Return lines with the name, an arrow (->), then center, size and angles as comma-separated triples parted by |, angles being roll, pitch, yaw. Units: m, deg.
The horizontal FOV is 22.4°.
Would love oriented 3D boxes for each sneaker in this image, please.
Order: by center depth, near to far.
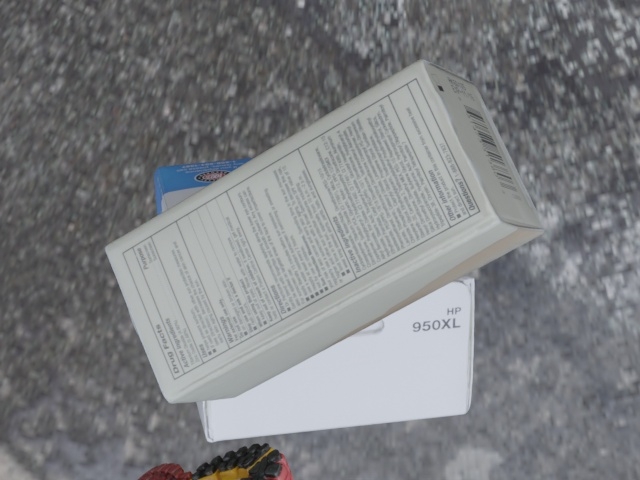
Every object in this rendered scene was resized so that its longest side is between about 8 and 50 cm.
sneaker -> -0.087, 0.210, 1.113 | 0.225, 0.088, 0.092 | -17, 113, 48

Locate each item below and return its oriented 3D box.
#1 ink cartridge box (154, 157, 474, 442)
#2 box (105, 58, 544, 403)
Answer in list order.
ink cartridge box -> -0.019, 0.046, 1.785 | 0.286, 0.395, 0.166 | -6, 114, -9
box -> 0.000, 0.000, 1.281 | 0.311, 0.121, 0.148 | -28, 75, 21
